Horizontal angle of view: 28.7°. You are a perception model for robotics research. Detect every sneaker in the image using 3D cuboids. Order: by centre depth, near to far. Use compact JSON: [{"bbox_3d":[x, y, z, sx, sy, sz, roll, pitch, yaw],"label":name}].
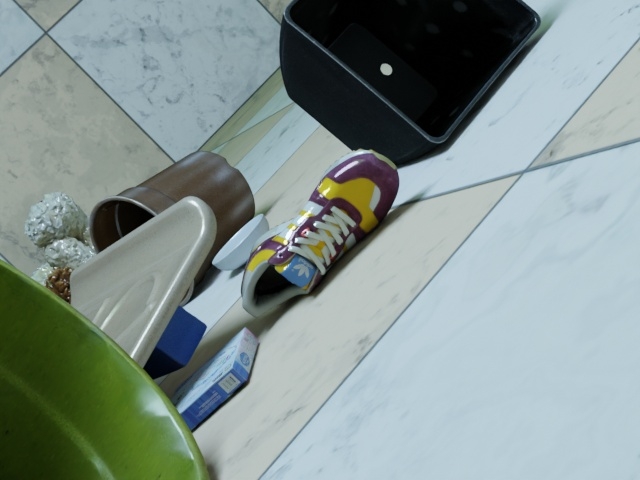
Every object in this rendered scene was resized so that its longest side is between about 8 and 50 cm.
[{"bbox_3d":[0.000,0.000,1.089,0.185,0.069,0.084,-45,18,33],"label":"sneaker"}]

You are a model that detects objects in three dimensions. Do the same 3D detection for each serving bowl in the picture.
[{"bbox_3d":[-0.088,0.007,1.464,0.083,0.027,0.083,-42,11,10],"label":"serving bowl"}]

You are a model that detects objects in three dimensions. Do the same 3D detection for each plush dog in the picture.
[{"bbox_3d":[-0.363,0.092,1.881,0.225,0.211,0.262,-77,3,-46],"label":"plush dog"}]

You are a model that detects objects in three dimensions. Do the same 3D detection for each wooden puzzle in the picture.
[{"bbox_3d":[-0.221,0.154,1.173,0.322,0.080,0.347,-27,35,54],"label":"wooden puzzle"}]

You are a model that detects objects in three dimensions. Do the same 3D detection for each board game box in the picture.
[{"bbox_3d":[-0.094,0.124,1.065,0.090,0.020,0.090,-42,11,15],"label":"board game box"}]

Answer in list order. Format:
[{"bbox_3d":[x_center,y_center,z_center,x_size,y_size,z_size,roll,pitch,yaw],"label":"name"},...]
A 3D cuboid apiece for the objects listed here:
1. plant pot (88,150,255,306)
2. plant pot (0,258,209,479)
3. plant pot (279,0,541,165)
[{"bbox_3d":[-0.179,-0.023,1.608,0.167,0.167,0.165,-32,8,48],"label":"plant pot"},{"bbox_3d":[-0.322,0.210,0.823,0.353,0.366,0.366,-54,9,12],"label":"plant pot"},{"bbox_3d":[0.066,-0.181,1.233,0.187,0.188,0.167,-50,0,-26],"label":"plant pot"}]
